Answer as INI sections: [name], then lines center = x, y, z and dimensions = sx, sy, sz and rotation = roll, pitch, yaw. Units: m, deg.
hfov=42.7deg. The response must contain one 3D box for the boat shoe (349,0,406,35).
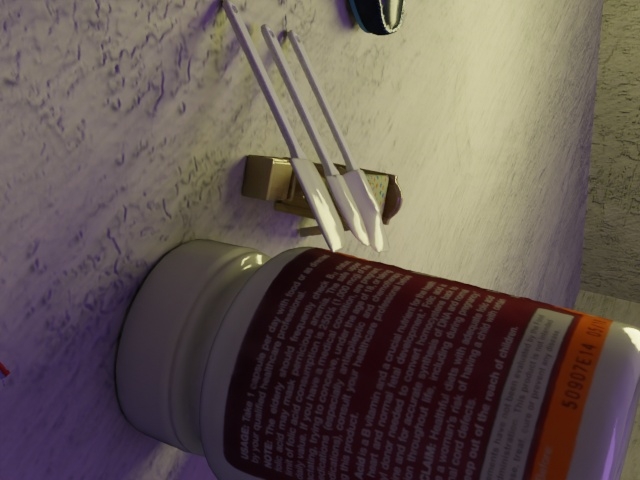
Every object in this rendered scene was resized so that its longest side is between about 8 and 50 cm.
[boat shoe]
center = 0.076, -0.340, 0.868
dimensions = 0.109, 0.089, 0.258
rotation = -51, 145, -43

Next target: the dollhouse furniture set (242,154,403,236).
[dollhouse furniture set]
center = 0.000, 0.000, 0.865
dimensions = 0.182, 0.101, 0.161
rotation = -7, 108, -64

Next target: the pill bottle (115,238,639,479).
[pill bottle]
center = 0.044, 0.130, 0.677
dimensions = 0.224, 0.392, 0.224
rotation = -42, 139, -51

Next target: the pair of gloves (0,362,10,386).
[pair of gloves]
center = -0.260, 0.096, 0.459
dimensions = 0.159, 0.023, 0.198
rotation = -58, 149, -31

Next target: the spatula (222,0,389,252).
[spatula]
center = -0.009, -0.098, 0.744
dimensions = 0.168, 0.019, 0.242
rotation = -4, 67, -64
